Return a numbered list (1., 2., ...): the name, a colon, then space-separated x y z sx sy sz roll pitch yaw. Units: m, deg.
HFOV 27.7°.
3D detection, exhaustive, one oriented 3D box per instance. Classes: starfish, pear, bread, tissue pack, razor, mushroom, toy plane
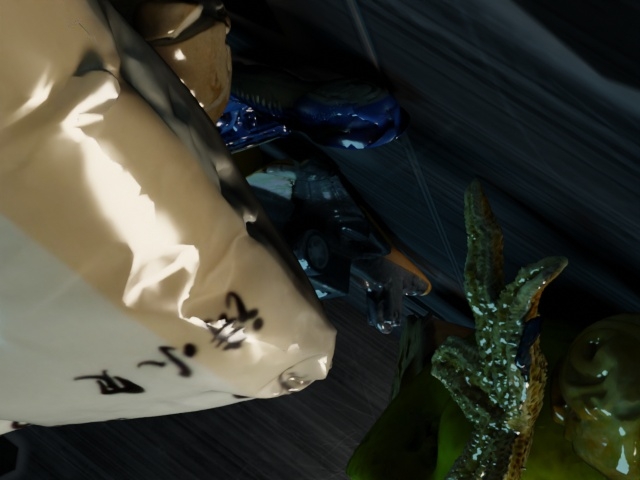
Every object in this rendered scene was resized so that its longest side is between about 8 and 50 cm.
1. starfish: 0.073 0.077 0.628 0.053 0.208 0.176 11 -168 -9
2. pear: 0.150 0.139 0.808 0.286 0.176 0.282 26 169 41
3. bread: 0.222 0.125 0.605 0.269 0.098 0.087 35 134 -7
4. tissue pack: -0.220 -0.047 0.589 0.376 0.195 0.390 -11 132 28
5. razor: -0.028 -0.069 0.679 0.324 0.093 0.056 -171 61 -73
6. mushroom: -0.124 -0.118 0.672 0.225 0.093 0.116 9 132 45
7. toy plane: -0.001 0.012 1.038 0.204 0.103 0.316 -12 149 35

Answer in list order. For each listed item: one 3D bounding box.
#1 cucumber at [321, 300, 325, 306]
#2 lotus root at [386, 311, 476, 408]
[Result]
1. cucumber: -0.095 -0.044 1.215 0.325 0.105 0.145 32 148 43
2. lotus root: 0.156 0.238 1.184 0.250 0.316 0.316 19 175 2
